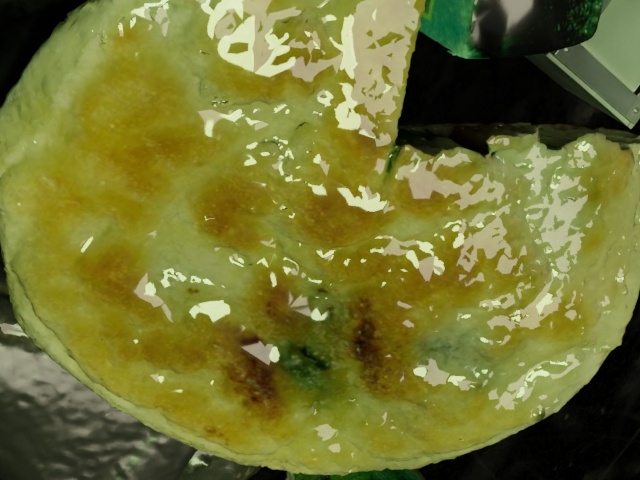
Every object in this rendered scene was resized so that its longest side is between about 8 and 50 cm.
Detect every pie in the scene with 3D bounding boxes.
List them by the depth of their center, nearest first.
[{"bbox_3d":[0.000,0.000,0.518,0.338,0.075,0.337,-2,119,-3],"label":"pie"}]

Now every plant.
[{"bbox_3d":[-0.135,0.096,0.663,0.256,0.142,0.164,30,100,-40],"label":"plant"}]

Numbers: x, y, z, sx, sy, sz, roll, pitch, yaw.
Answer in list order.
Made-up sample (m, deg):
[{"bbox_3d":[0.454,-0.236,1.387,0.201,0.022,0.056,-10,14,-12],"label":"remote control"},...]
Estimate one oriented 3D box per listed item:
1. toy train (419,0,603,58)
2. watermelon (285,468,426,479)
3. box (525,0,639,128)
[{"bbox_3d":[0.079,-0.252,0.523,0.120,0.194,0.298,-13,127,-26],"label":"toy train"},{"bbox_3d":[0.069,0.277,0.929,0.231,0.146,0.128,19,109,-39],"label":"watermelon"},{"bbox_3d":[0.235,-0.210,0.737,0.129,0.086,0.225,25,104,-43],"label":"box"}]
